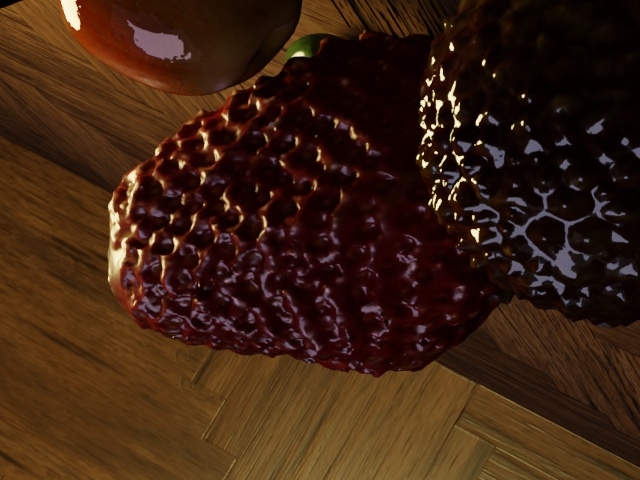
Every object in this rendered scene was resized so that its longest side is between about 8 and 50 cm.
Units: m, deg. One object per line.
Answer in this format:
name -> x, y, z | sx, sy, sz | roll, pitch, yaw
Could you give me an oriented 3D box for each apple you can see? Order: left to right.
apple -> -0.105, -0.197, 1.341 | 0.199, 0.199, 0.199 | 30, 171, 5

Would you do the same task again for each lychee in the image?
lychee -> 0.182, -0.068, 0.966 | 0.271, 0.236, 0.236 | -10, 145, 37

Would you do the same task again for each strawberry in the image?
strawberry -> 0.000, 0.000, 1.404 | 0.312, 0.351, 0.267 | 74, 178, -48

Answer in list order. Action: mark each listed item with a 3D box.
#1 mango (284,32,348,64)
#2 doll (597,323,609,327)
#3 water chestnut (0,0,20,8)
mango -> 0.024, -0.121, 1.580 | 0.137, 0.091, 0.237 | 26, 170, 1
doll -> 0.273, 0.004, 1.265 | 0.303, 0.156, 0.201 | 12, 153, 52
water chestnut -> -0.194, -0.298, 0.863 | 0.335, 0.347, 0.335 | 8, 129, 10
